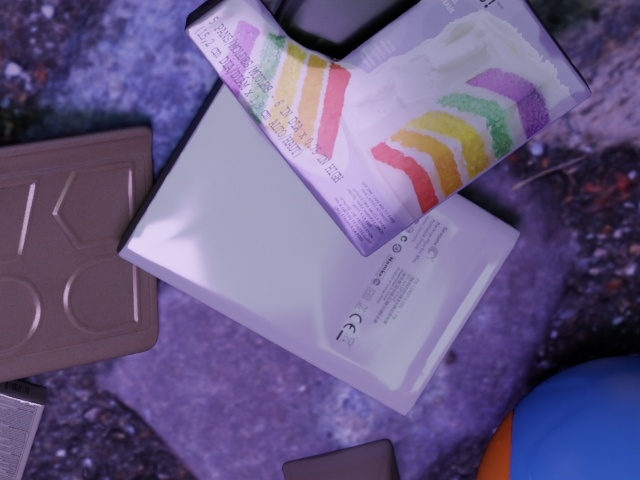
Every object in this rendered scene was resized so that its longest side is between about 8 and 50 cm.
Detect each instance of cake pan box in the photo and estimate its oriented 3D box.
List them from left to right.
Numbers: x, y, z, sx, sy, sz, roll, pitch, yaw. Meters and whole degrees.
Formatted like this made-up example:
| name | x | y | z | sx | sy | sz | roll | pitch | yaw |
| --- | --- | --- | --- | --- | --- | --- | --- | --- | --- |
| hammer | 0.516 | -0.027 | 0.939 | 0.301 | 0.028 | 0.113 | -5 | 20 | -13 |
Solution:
| name | x | y | z | sx | sy | sz | roll | pitch | yaw |
| --- | --- | --- | --- | --- | --- | --- | --- | --- | --- |
| cake pan box | 0.054 | -0.160 | 1.635 | 0.246 | 0.070 | 0.267 | -35 | 105 | 8 |

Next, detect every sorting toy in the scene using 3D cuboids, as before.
| name | x | y | z | sx | sy | sz | roll | pitch | yaw |
| --- | --- | --- | --- | --- | --- | --- | --- | --- | --- |
| sorting toy | -0.287 | 0.022 | 1.718 | 0.307 | 0.041 | 0.229 | -11 | 115 | -29 |

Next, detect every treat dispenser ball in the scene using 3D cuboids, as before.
| name | x | y | z | sx | sy | sz | roll | pitch | yaw |
| --- | --- | --- | --- | --- | --- | --- | --- | --- | --- |
| treat dispenser ball | 0.279 | 0.247 | 1.754 | 0.288 | 0.288 | 0.288 | -1 | 110 | -2 |

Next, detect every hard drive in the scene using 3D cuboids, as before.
| name | x | y | z | sx | sy | sz | roll | pitch | yaw |
| --- | --- | --- | --- | --- | --- | --- | --- | --- | --- |
| hard drive | 0.000 | 0.000 | 1.762 | 0.307 | 0.040 | 0.203 | 30 | 96 | -14 |

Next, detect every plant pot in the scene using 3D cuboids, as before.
| name | x | y | z | sx | sy | sz | roll | pitch | yaw |
| --- | --- | --- | --- | --- | --- | --- | --- | --- | --- |
| plant pot | 0.029 | 0.267 | 1.850 | 0.109 | 0.096 | 0.109 | -14 | 109 | 2 |

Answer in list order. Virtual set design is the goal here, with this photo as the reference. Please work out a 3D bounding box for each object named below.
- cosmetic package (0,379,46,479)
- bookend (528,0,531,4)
| name | x | y | z | sx | sy | sz | roll | pitch | yaw |
| --- | --- | --- | --- | --- | --- | --- | --- | --- | --- |
| cosmetic package | -0.301 | 0.188 | 1.834 | 0.060 | 0.041 | 0.115 | 18 | 108 | -11 |
| bookend | 0.128 | -0.176 | 1.705 | 0.157 | 0.072 | 0.156 | -36 | 107 | 10 |
